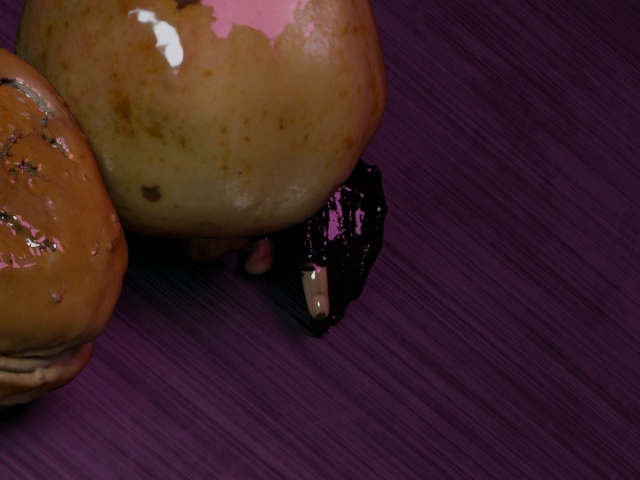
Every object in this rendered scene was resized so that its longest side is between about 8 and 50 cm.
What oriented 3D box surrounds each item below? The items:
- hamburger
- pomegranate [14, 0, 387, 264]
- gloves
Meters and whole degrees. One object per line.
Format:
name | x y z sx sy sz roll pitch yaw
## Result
hamburger | -0.298 -0.018 1.401 0.284 0.174 0.304 1 45 -34
pomegranate | -0.101 -0.129 1.618 0.342 0.342 0.342 27 35 -21
gloves | 0.003 -0.001 1.740 0.129 0.106 0.181 25 32 -27
